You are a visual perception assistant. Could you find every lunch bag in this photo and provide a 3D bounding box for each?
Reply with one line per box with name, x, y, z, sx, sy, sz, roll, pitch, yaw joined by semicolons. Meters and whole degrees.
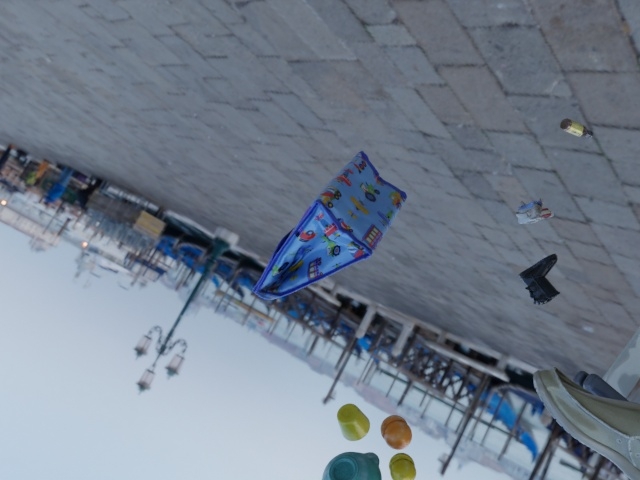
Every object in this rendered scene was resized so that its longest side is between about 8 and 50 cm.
lunch bag;0.000;0.000;1.191;0.138;0.221;0.293;44;129;-5

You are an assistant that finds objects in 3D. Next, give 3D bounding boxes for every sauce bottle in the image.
sauce bottle;0.839;-0.362;2.002;0.128;0.042;0.042;14;177;-26

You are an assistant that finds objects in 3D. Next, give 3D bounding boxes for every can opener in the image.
can opener;0.727;0.384;1.450;0.283;0.095;0.076;38;169;-11

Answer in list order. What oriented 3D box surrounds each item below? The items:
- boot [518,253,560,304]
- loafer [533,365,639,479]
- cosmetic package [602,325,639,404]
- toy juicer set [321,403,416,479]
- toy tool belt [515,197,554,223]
boot;0.594;0.105;1.617;0.045;0.121;0.099;26;-148;-59
loafer;0.431;0.266;0.889;0.268;0.092;0.102;39;-164;6
cosmetic package;0.853;0.353;1.618;0.153;0.296;0.129;14;-160;-50
toy juicer set;0.092;0.500;1.259;0.209;0.329;0.090;-1;134;28
toy tool belt;0.446;-0.067;1.284;0.052;0.051;0.083;-2;169;-22
